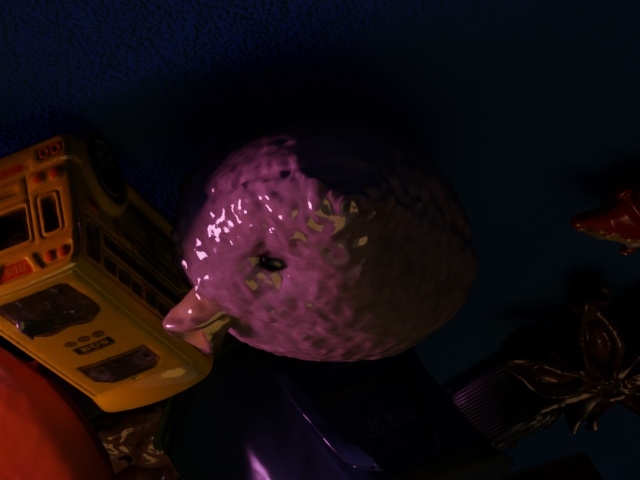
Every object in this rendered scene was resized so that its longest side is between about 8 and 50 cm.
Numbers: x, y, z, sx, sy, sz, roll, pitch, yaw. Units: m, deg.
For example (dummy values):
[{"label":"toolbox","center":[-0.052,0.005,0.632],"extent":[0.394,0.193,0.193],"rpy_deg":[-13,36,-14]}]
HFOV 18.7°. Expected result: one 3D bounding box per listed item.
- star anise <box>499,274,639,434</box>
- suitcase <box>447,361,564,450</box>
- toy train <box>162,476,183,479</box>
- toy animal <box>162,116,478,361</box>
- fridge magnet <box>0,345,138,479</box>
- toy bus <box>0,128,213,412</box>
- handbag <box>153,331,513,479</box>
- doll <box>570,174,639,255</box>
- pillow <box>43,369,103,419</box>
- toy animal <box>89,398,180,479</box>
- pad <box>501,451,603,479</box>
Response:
[{"label":"star anise","center":[0.298,0.106,2.009],"extent":[0.214,0.099,0.220],"rpy_deg":[-38,132,9]},{"label":"suitcase","center":[0.198,0.178,2.104],"extent":[0.126,0.086,0.059],"rpy_deg":[-34,160,35]},{"label":"toy train","center":[-0.130,0.256,2.048],"extent":[0.071,0.178,0.104],"rpy_deg":[42,104,-10]},{"label":"toy animal","center":[0.003,0.003,1.596],"extent":[0.227,0.188,0.358],"rpy_deg":[-12,155,22]},{"label":"fridge magnet","center":[-0.328,0.239,1.783],"extent":[0.364,0.363,0.155],"rpy_deg":[-33,-177,33]},{"label":"toy bus","center":[-0.182,0.040,1.627],"extent":[0.144,0.152,0.330],"rpy_deg":[-21,151,13]},{"label":"handbag","center":[0.011,0.196,1.823],"extent":[0.263,0.241,0.222],"rpy_deg":[-21,150,-36]},{"label":"doll","center":[0.295,-0.026,1.805],"extent":[0.109,0.057,0.169],"rpy_deg":[-35,162,9]},{"label":"pillow","center":[-0.245,0.140,1.850],"extent":[0.241,0.093,0.051],"rpy_deg":[-27,126,28]},{"label":"toy animal","center":[-0.214,0.179,1.927],"extent":[0.185,0.104,0.184],"rpy_deg":[10,146,-27]},{"label":"pad","center":[0.257,0.314,2.464],"extent":[0.190,0.004,0.127],"rpy_deg":[-18,152,11]}]
